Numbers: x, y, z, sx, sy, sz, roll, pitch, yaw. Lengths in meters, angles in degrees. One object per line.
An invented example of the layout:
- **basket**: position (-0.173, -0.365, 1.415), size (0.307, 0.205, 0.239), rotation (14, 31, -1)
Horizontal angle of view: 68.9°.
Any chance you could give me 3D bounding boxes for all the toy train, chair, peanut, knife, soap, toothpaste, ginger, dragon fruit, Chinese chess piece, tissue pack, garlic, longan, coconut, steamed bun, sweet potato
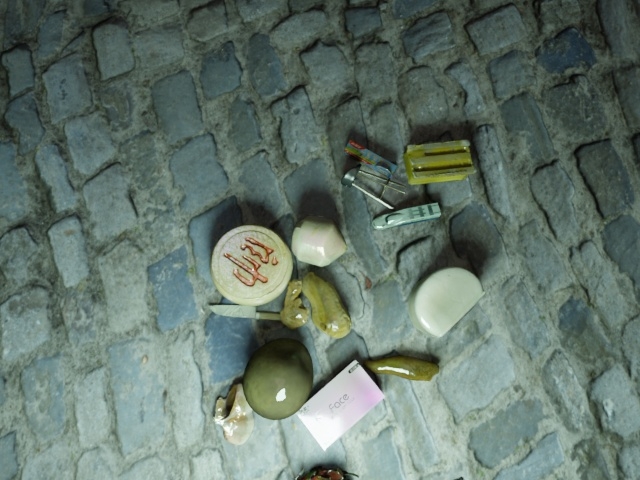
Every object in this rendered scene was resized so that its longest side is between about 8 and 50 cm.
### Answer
- **toy train**: position (0.295, -0.082, 1.617), size (0.234, 0.051, 0.052), rotation (-11, 73, -5)
- **chair**: position (0.188, -0.199, 1.627), size (0.222, 0.104, 0.095), rotation (22, 51, -1)
- **peanut**: position (0.011, 0.209, 1.508), size (0.110, 0.120, 0.236), rotation (-19, 68, -41)
- **knife**: position (-0.223, 0.237, 1.538), size (0.298, 0.017, 0.047), rotation (5, 70, -1)
- **soap**: position (0.419, -0.277, 1.658), size (0.234, 0.076, 0.134), rotation (-7, 76, -5)
- **toothpaste**: position (0.179, -0.290, 1.655), size (0.194, 0.070, 0.044), rotation (30, 79, 5)
- **ginger**: position (-0.076, 0.209, 1.490), size (0.096, 0.067, 0.165), rotation (11, 93, 30)
- **dragon fruit**: position (0.005, 0.743, 1.344), size (0.189, 0.182, 0.182), rotation (-18, 73, 35)
- **Chinese chess piece**: position (-0.226, 0.080, 1.530), size (0.270, 0.112, 0.269), rotation (1, 76, -3)
- **tissue pack**: position (0.061, 0.504, 1.442), size (0.246, 0.092, 0.148), rotation (-39, 82, -11)
- **garlic**: position (-0.258, 0.527, 1.428), size (0.124, 0.099, 0.174), rotation (14, 75, -14)
- **longan**: position (-0.122, 0.412, 1.383), size (0.215, 0.246, 0.245), rotation (10, 75, -21)
- **coconut**: position (0.000, 0.000, 1.533), size (0.183, 0.171, 0.170), rotation (9, 76, 3)
- **steamed bun**: position (0.389, 0.182, 1.504), size (0.242, 0.146, 0.164), rotation (-42, 84, -9)
- **sweet potato**: position (0.259, 0.405, 1.483), size (0.244, 0.077, 0.077), rotation (7, 76, -1)

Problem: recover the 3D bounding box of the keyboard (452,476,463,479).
- **keyboard**: position (0.355, 0.785, 1.421), size (0.196, 0.018, 0.060), rotation (-18, 75, -7)
